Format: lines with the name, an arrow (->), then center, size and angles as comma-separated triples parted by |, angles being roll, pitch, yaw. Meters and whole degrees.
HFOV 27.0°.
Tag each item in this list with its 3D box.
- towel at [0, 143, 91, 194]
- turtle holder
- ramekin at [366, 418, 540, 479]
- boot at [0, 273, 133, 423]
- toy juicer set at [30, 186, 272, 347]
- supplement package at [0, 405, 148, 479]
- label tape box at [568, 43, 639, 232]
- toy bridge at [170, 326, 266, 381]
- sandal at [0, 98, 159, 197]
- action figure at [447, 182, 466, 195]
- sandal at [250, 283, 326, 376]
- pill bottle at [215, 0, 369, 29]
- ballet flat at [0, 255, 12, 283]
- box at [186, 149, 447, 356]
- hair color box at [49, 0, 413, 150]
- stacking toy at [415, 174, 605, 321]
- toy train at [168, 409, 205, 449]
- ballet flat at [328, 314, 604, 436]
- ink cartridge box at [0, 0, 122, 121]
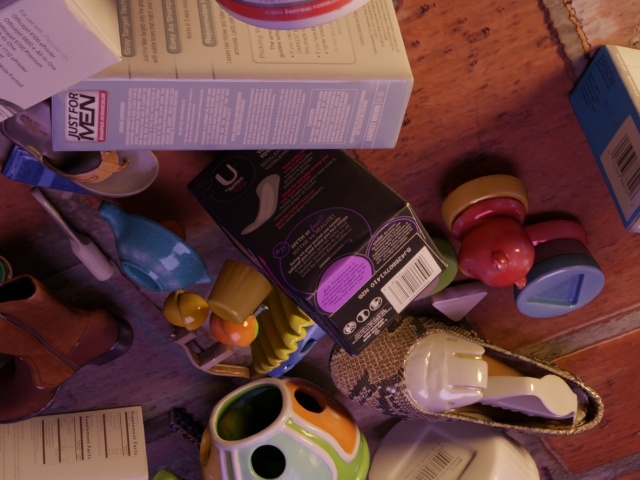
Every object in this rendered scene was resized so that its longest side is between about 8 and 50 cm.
towel -> -0.330, -0.089, 1.654 | 0.120, 0.029, 0.067 | 11, 137, -26
turtle holder -> -0.095, 0.335, 2.083 | 0.320, 0.243, 0.227 | -8, 136, 24
ramekin -> 0.210, 0.402, 2.204 | 0.277, 0.277, 0.135 | -24, 132, 15
boot -> -0.420, 0.157, 1.811 | 0.264, 0.096, 0.280 | -24, 159, 14
toy juicer set -> -0.207, 0.029, 1.751 | 0.329, 0.089, 0.209 | 26, 158, 14
supplement package -> -0.395, 0.362, 2.106 | 0.244, 0.133, 0.139 | -5, 141, -8
label tape box -> 0.506, -0.110, 1.668 | 0.334, 0.240, 0.106 | 6, 136, -22
toy bridge -> -0.160, 0.174, 2.019 | 0.063, 0.026, 0.188 | -32, 138, 26
sandal -> -0.286, -0.111, 1.593 | 0.219, 0.060, 0.090 | 33, 95, -36
action figure -> 0.216, -0.047, 1.841 | 0.038, 0.030, 0.115 | -24, 145, 23
sandal -> 0.011, 0.085, 1.814 | 0.138, 0.126, 0.317 | 12, 138, -32
pill bottle -> -0.052, -0.386, 1.215 | 0.210, 0.210, 0.363 | -15, 141, 4
ballet flat -> -0.516, 0.077, 1.784 | 0.249, 0.086, 0.086 | -16, 141, 7
box -> -0.006, -0.018, 1.599 | 0.165, 0.270, 0.143 | -43, 139, -6
hair color box -> -0.105, -0.200, 1.447 | 0.375, 0.185, 0.113 | -1, 141, -13
stacking toy -> 0.236, 0.064, 1.871 | 0.279, 0.130, 0.309 | -34, 143, 28
toy train -> -0.206, 0.317, 2.185 | 0.036, 0.027, 0.158 | -14, 143, 21
ballet flat -> 0.249, 0.214, 2.048 | 0.483, 0.164, 0.182 | 16, 172, -33
ink cartridge box -> -0.362, -0.224, 1.324 | 0.308, 0.223, 0.129 | -24, 140, 15
